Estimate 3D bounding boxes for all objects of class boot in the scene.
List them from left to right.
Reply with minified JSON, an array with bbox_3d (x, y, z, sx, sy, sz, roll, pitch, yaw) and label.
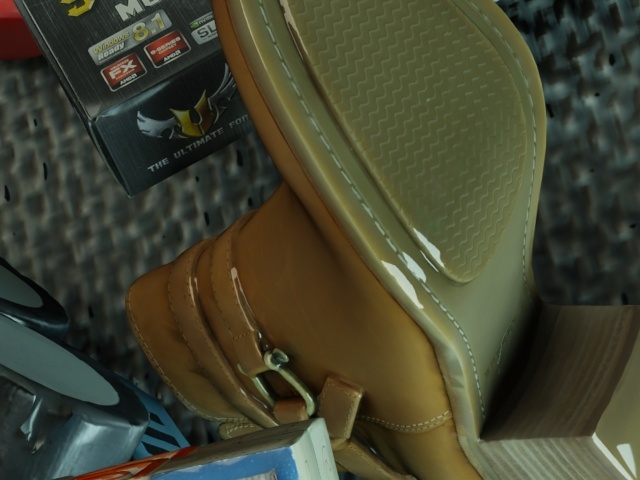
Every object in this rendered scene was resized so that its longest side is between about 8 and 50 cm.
[{"bbox_3d":[0.000,0.000,0.745,0.220,0.283,0.109,-4,48,48],"label":"boot"}]

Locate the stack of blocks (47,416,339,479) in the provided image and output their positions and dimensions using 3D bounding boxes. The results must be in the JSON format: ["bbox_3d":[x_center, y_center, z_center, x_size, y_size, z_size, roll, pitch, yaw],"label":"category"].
[{"bbox_3d":[-0.049,0.218,0.591,0.171,0.087,0.297,-14,89,6],"label":"stack of blocks"}]

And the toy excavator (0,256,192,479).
[{"bbox_3d":[-0.020,0.207,0.762,0.222,0.445,0.433,-61,23,4],"label":"toy excavator"}]

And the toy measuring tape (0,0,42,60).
[{"bbox_3d":[-0.097,-0.159,0.911,0.330,0.121,0.121,-12,75,21],"label":"toy measuring tape"}]

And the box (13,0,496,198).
[{"bbox_3d":[-0.020,-0.145,0.810,0.231,0.056,0.183,-28,54,-6],"label":"box"}]
